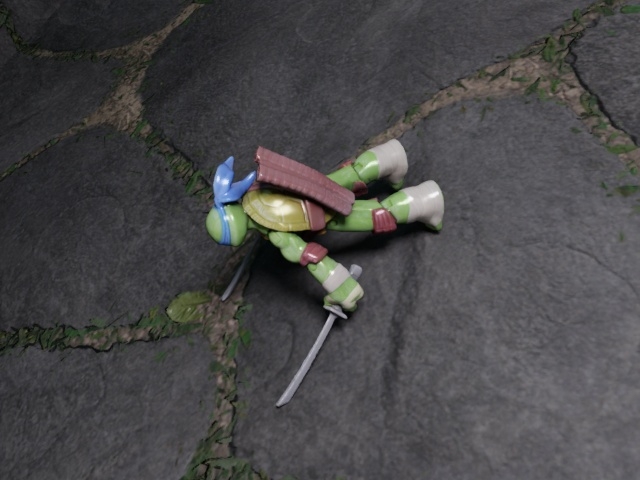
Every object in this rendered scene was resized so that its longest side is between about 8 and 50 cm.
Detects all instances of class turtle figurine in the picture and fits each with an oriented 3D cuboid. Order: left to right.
[{"bbox_3d":[0.000,0.000,0.878,0.266,0.275,0.198,-20,15,-16],"label":"turtle figurine"}]
